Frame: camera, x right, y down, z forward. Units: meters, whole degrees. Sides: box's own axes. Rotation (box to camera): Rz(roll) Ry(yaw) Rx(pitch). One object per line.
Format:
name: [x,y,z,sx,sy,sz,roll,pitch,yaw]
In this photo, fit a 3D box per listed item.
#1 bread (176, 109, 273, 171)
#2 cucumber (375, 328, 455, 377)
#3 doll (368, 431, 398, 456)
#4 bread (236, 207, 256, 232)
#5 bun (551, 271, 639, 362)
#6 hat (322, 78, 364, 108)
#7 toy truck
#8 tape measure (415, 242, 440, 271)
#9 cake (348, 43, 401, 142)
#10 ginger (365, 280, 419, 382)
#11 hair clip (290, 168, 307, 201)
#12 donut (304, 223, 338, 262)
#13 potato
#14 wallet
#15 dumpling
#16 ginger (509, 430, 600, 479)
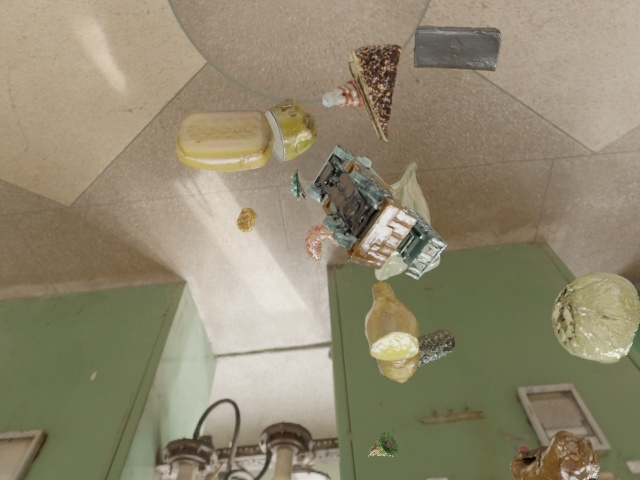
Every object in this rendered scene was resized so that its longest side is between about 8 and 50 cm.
bread: [-0.115,-0.117,0.511,0.115,0.082,0.056,-7,150,-6]
cucumber: [0.336,0.361,1.368,0.359,0.096,0.096,-5,130,-37]
doll: [0.209,0.705,1.443,0.078,0.077,0.113,1,156,-32]
bread: [-0.323,-0.089,1.834,0.083,0.044,0.111,25,99,26]
bun: [0.718,0.198,1.122,0.152,0.259,0.259,10,125,13]
hat: [0.081,-0.537,1.562,0.162,0.112,0.093,-21,170,-35]
toy truck: [0.062,-0.041,0.515,0.115,0.178,0.080,22,114,-29]
tape measure: [0.471,0.032,2.056,0.130,0.265,0.258,-25,164,-13]
cake: [0.132,-0.394,1.121,0.135,0.112,0.246,7,105,2]
ginger: [0.094,0.124,0.532,0.065,0.118,0.299,-17,161,5]
hair clip: [-0.083,-0.200,1.466,0.049,0.173,0.049,-7,134,-7]
donut: [0.000,0.000,1.481,0.117,0.065,0.166,34,116,-12]
potato: [-0.126,-0.484,1.833,0.196,0.299,0.247,-19,101,-15]
wallet: [0.499,-0.709,1.542,0.309,0.042,0.165,12,146,20]
dumpling: [0.255,-0.084,1.289,0.233,0.395,0.316,20,145,8]
ginger: [0.644,0.619,1.114,0.165,0.172,0.321,-32,151,-32]
